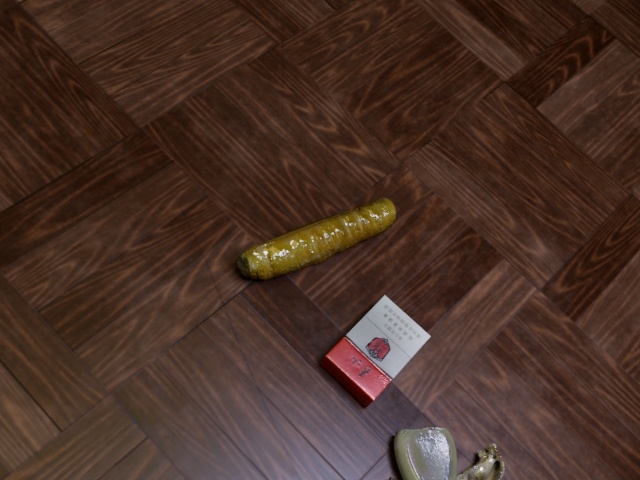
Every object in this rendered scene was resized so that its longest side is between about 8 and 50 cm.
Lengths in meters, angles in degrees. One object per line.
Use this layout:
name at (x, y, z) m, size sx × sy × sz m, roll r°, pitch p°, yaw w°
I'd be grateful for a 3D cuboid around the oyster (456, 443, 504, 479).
oyster at (0.236, 0.352, 1.232) m, size 0.083 × 0.038 × 0.080 m, roll -13°, pitch 52°, yaw 6°

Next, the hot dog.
hot dog at (0.001, 0.000, 1.333) m, size 0.289 × 0.083 × 0.068 m, roll -19°, pitch 87°, yaw -24°

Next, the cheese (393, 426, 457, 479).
cheese at (0.164, 0.367, 1.191) m, size 0.097 × 0.037 × 0.192 m, roll -1°, pitch 62°, yaw -16°

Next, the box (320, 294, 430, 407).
box at (0.086, 0.170, 1.275) m, size 0.100 × 0.048 × 0.152 m, roll 41°, pitch 57°, yaw 11°

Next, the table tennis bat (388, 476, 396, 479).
table tennis bat at (0.057, 0.428, 1.136) m, size 0.130 × 0.019 × 0.220 m, roll 34°, pitch 59°, yaw 3°
